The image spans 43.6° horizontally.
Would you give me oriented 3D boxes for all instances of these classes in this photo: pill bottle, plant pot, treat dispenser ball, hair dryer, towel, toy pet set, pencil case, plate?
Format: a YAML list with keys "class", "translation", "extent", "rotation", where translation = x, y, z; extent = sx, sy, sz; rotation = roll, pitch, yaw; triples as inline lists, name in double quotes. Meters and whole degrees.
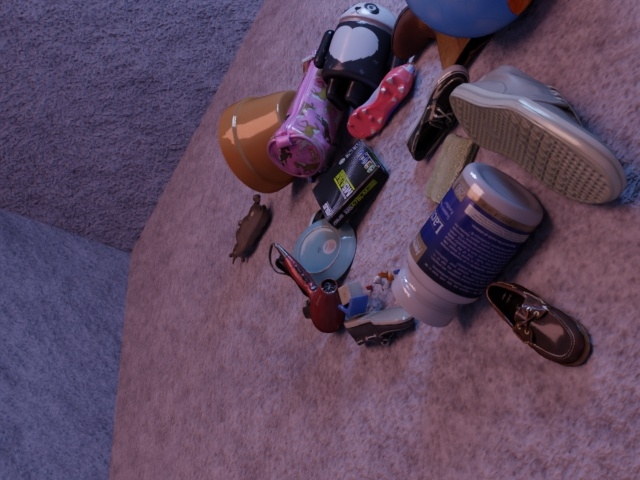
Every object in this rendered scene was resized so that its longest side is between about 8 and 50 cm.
- class: "pill bottle"
  translation: [0.241, 0.012, 1.358]
  extent: [0.264, 0.153, 0.153]
  rotation: [-57, 25, 26]
- class: "plant pot"
  translation: [-0.121, -0.305, 2.318]
  extent: [0.203, 0.291, 0.291]
  rotation: [-22, 48, 38]
- class: "treat dispenser ball"
  translation: [0.291, -0.542, 1.554]
  extent: [0.288, 0.288, 0.288]
  rotation: [-48, 31, 40]
- class: "hair dryer"
  translation: [-0.032, 0.116, 1.810]
  extent: [0.080, 0.223, 0.293]
  rotation: [-42, 18, -20]
- class: "towel"
  translation: [0.261, -0.142, 1.611]
  extent: [0.148, 0.027, 0.110]
  rotation: [-66, 24, 6]
- class: "toy pet set"
  translation: [0.101, 0.116, 1.678]
  extent: [0.122, 0.114, 0.065]
  rotation: [-38, 65, 54]
- class: "pencil case"
  translation: [-0.019, -0.350, 2.158]
  extent: [0.160, 0.167, 0.386]
  rotation: [-46, 21, 52]
- class: "plate"
  translation: [0.001, 0.025, 1.940]
  extent: [0.188, 0.024, 0.188]
  rotation: [-18, 56, 29]

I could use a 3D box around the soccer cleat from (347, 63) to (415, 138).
- class: "soccer cleat"
  translation: [0.153, -0.341, 1.982]
  extent: [0.095, 0.083, 0.248]
  rotation: [-49, 1, -40]

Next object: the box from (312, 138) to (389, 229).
- class: "box"
  translation: [0.069, -0.141, 1.963]
  extent: [0.184, 0.045, 0.190]
  rotation: [-44, 28, 12]

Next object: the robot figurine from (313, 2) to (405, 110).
- class: "robot figurine"
  translation: [0.102, -0.473, 2.057]
  extent: [0.173, 0.209, 0.278]
  rotation: [162, 127, -77]

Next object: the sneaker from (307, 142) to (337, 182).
- class: "sneaker"
  translation: [0.007, -0.213, 2.217]
  extent: [0.135, 0.052, 0.058]
  rotation: [-50, 49, 24]

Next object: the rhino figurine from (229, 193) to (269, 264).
- class: "rhino figurine"
  translation: [-0.234, -0.021, 2.545]
  extent: [0.243, 0.073, 0.106]
  rotation: [-60, 21, 24]

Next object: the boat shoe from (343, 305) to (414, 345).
- class: "boat shoe"
  translation: [0.127, 0.178, 1.617]
  extent: [0.206, 0.075, 0.065]
  rotation: [-15, 99, 56]

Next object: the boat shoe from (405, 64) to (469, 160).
- class: "boat shoe"
  translation: [0.252, -0.263, 1.682]
  extent: [0.070, 0.078, 0.219]
  rotation: [-97, 28, -50]

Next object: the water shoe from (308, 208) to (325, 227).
- class: "water shoe"
  translation: [0.000, 0.000, 2.007]
  extent: [0.080, 0.073, 0.203]
  rotation: [-34, 41, 50]

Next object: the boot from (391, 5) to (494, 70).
- class: "boot"
  translation: [0.274, -0.451, 1.819]
  extent: [0.264, 0.096, 0.280]
  rotation: [-44, 40, 32]

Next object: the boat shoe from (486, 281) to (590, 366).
- class: "boat shoe"
  translation: [0.318, 0.121, 1.199]
  extent: [0.073, 0.073, 0.207]
  rotation: [-64, 24, 9]

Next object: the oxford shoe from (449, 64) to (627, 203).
- class: "oxford shoe"
  translation: [0.358, -0.191, 1.302]
  extent: [0.130, 0.169, 0.449]
  rotation: [-31, 28, -3]
